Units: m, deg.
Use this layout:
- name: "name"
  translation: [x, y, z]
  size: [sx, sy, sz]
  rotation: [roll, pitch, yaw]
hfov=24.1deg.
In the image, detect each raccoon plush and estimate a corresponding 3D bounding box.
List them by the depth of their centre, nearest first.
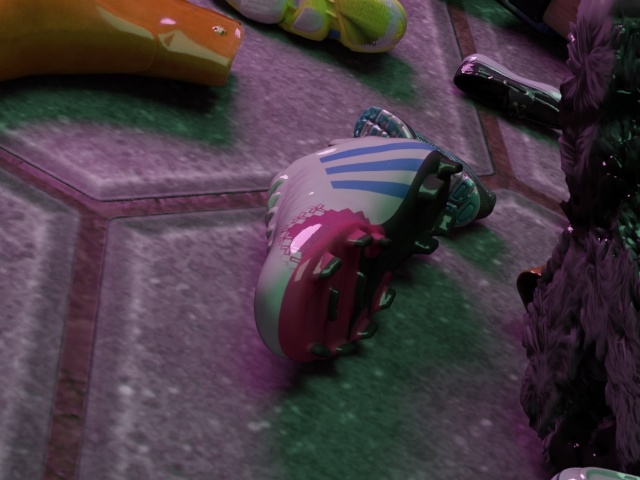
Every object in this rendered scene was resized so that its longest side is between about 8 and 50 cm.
- name: "raccoon plush"
  translation: [0.333, 0.028, 1.076]
  size: [0.299, 0.446, 0.216]
  rotation: [2, 13, -19]

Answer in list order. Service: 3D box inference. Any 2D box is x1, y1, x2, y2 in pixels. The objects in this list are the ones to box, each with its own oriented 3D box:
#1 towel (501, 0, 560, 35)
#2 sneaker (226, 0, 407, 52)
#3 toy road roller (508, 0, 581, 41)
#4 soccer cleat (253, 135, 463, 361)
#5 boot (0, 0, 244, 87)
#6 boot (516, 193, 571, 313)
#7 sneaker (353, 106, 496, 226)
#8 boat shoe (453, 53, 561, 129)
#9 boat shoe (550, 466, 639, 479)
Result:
- name: "towel"
  translation: [0.285, -0.351, 1.971]
  size: [0.209, 0.034, 0.285]
  rotation: [-6, 40, -35]
- name: "sneaker"
  translation: [-0.010, -0.267, 1.642]
  size: [0.240, 0.091, 0.126]
  rotation: [29, 14, 14]
- name: "toy road roller"
  translation: [0.405, -0.346, 1.791]
  size: [0.202, 0.240, 0.329]
  rotation: [41, 42, 15]
- name: "soccer cleat"
  translation: [0.000, 0.000, 1.211]
  size: [0.143, 0.116, 0.331]
  rotation: [14, 26, 21]
- name: "boot"
  translation: [-0.185, -0.188, 1.379]
  size: [0.211, 0.104, 0.295]
  rotation: [21, 27, 2]
- name: "boot"
  translation: [0.251, 0.030, 1.316]
  size: [0.220, 0.109, 0.283]
  rotation: [-8, 48, -32]
- name: "sneaker"
  translation: [0.099, -0.066, 1.411]
  size: [0.166, 0.065, 0.076]
  rotation: [44, 22, 29]
- name: "boat shoe"
  translation: [0.208, -0.152, 1.613]
  size: [0.142, 0.049, 0.040]
  rotation: [29, 51, 17]
- name: "boat shoe"
  translation: [0.268, 0.183, 0.926]
  size: [0.258, 0.084, 0.095]
  rotation: [19, 24, 5]
